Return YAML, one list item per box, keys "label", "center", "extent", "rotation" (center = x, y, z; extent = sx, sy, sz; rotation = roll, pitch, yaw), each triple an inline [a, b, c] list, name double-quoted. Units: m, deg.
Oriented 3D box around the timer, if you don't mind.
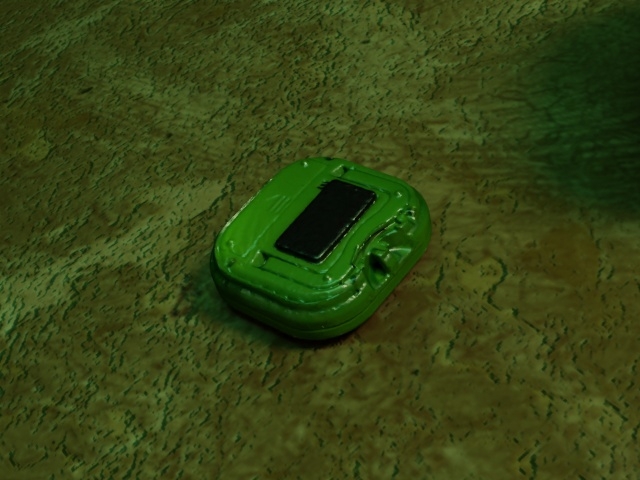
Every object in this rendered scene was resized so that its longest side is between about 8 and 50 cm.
- label: "timer"
  center: [0.000, 0.000, 0.718]
  extent: [0.128, 0.047, 0.140]
  rotation: [22, 55, 34]
